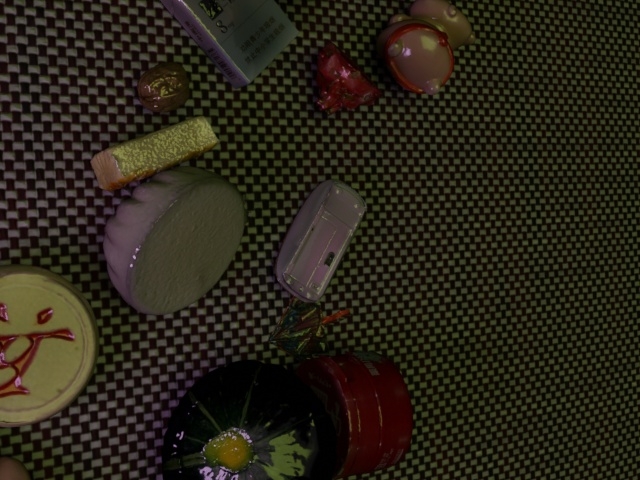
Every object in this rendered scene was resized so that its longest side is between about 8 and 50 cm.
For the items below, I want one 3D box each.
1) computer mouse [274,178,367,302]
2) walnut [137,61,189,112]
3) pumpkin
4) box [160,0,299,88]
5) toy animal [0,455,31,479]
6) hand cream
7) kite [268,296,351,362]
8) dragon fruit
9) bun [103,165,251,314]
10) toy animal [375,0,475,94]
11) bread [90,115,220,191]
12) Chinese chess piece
[{"bbox_3d":[0.000,0.000,1.554,0.126,0.056,0.245,34,71,-24],"label":"computer mouse"},{"bbox_3d":[-0.267,-0.263,1.396,0.096,0.082,0.079,-29,131,-28],"label":"walnut"},{"bbox_3d":[-0.111,0.353,1.388,0.295,0.295,0.296,1,89,-30],"label":"pumpkin"},{"bbox_3d":[-0.170,-0.416,1.460,0.243,0.067,0.155,50,65,-20],"label":"box"},{"bbox_3d":[-0.514,0.374,1.189,0.166,0.154,0.250,-38,115,20],"label":"toy animal"},{"bbox_3d":[0.053,0.318,1.484,0.149,0.230,0.230,1,88,-31],"label":"hand cream"},{"bbox_3d":[-0.020,0.160,1.566,0.189,0.009,0.232,-15,96,-29],"label":"kite"},{"bbox_3d":[0.031,-0.300,1.562,0.111,0.153,0.153,-41,112,11],"label":"dragon fruit"},{"bbox_3d":[-0.266,-0.021,1.346,0.263,0.175,0.263,-41,148,-32],"label":"bun"},{"bbox_3d":[0.209,-0.389,1.634,0.171,0.171,0.198,46,60,-21],"label":"toy animal"},{"bbox_3d":[-0.276,-0.146,1.357,0.188,0.125,0.068,-26,100,-28],"label":"bread"},{"bbox_3d":[-0.470,0.161,1.253,0.249,0.103,0.250,0,89,-28],"label":"Chinese chess piece"}]
